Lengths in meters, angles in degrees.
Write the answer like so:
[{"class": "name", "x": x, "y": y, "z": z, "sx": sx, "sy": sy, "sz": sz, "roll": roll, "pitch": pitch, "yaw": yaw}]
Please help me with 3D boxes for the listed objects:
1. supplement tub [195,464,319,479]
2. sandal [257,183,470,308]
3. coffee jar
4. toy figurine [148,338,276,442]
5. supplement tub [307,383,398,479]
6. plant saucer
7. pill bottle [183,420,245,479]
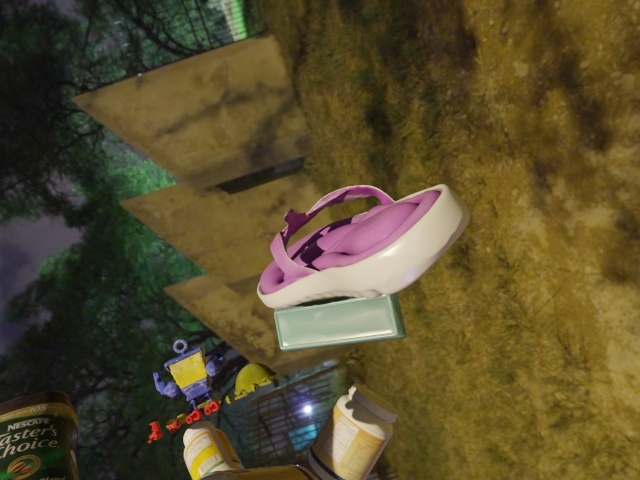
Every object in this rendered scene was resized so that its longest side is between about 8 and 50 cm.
[{"class": "supplement tub", "x": -0.155, "y": 0.609, "z": 0.937, "sx": 0.331, "sy": 0.241, "sz": 0.241, "roll": 25, "pitch": -142, "yaw": -45}, {"class": "sandal", "x": 0.010, "y": -0.010, "z": 0.539, "sx": 0.102, "sy": 0.169, "sz": 0.416, "roll": 52, "pitch": 154, "yaw": -9}, {"class": "coffee jar", "x": -0.289, "y": 0.233, "z": 0.445, "sx": 0.184, "sy": 0.096, "sz": 0.079, "roll": 35, "pitch": 129, "yaw": 52}, {"class": "toy figurine", "x": -0.326, "y": 0.358, "z": 1.223, "sx": 0.217, "sy": 0.362, "sz": 0.191, "roll": 64, "pitch": 171, "yaw": 11}, {"class": "supplement tub", "x": 0.121, "y": 0.711, "z": 1.636, "sx": 0.228, "sy": 0.316, "sz": 0.228, "roll": 32, "pitch": 177, "yaw": 2}, {"class": "plant saucer", "x": 0.018, "y": 0.112, "z": 0.614, "sx": 0.018, "sy": 0.192, "sz": 0.067, "roll": -2, "pitch": -100, "yaw": -63}, {"class": "pill bottle", "x": -0.277, "y": 0.555, "z": 1.140, "sx": 0.208, "sy": 0.117, "sz": 0.118, "roll": 26, "pitch": 140, "yaw": 54}]
